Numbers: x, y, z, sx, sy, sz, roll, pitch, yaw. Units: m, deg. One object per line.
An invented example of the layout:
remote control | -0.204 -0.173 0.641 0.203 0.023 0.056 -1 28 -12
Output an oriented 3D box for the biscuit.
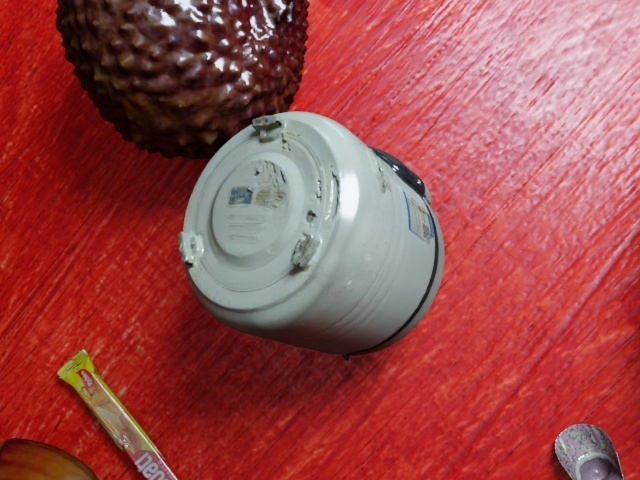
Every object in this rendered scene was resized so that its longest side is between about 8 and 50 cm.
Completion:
biscuit | -0.236 0.263 0.712 0.048 0.026 0.292 -41 79 -12

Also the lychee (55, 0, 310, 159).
lychee | -0.141 -0.228 0.593 0.304 0.276 0.275 -10 85 33

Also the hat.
hat | 0.290 0.241 0.587 0.058 0.042 0.087 -31 47 7

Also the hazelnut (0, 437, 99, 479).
hazelnut | -0.360 0.358 0.659 0.181 0.181 0.212 32 84 32

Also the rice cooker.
rice cooker | 0.000 0.000 0.565 0.226 0.244 0.226 -15 64 33
